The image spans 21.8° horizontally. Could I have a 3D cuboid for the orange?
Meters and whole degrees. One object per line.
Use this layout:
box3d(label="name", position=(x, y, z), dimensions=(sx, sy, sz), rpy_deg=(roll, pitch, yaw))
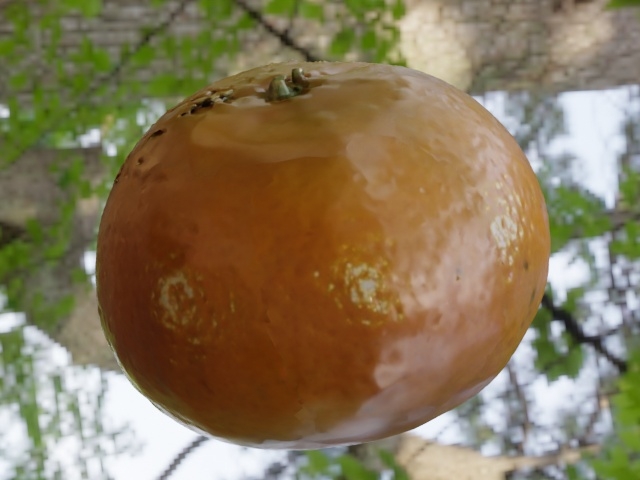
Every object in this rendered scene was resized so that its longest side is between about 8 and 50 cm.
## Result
box3d(label="orange", position=(0.000, 0.000, 1.521), dimensions=(0.424, 0.424, 0.326), rpy_deg=(20, -54, 61))
